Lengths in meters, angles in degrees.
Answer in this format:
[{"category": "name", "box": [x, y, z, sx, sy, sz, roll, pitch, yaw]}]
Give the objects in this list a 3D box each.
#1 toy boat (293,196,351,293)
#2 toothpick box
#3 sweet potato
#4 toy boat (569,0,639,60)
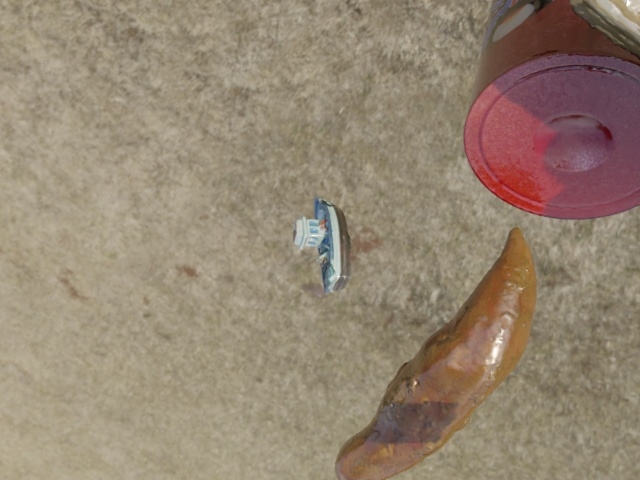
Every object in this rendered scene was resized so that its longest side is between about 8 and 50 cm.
[{"category": "toy boat", "box": [0.000, 0.000, 0.915, 0.066, 0.140, 0.059, 6, 141, -13]}, {"category": "toothpick box", "box": [0.273, -0.209, 0.786, 0.204, 0.333, 0.204, 11, 140, 10]}, {"category": "sweet potato", "box": [0.131, 0.153, 0.789, 0.095, 0.106, 0.355, 22, 110, -34]}, {"category": "toy boat", "box": [0.273, -0.164, 0.513, 0.188, 0.061, 0.116, 29, 97, -8]}]
